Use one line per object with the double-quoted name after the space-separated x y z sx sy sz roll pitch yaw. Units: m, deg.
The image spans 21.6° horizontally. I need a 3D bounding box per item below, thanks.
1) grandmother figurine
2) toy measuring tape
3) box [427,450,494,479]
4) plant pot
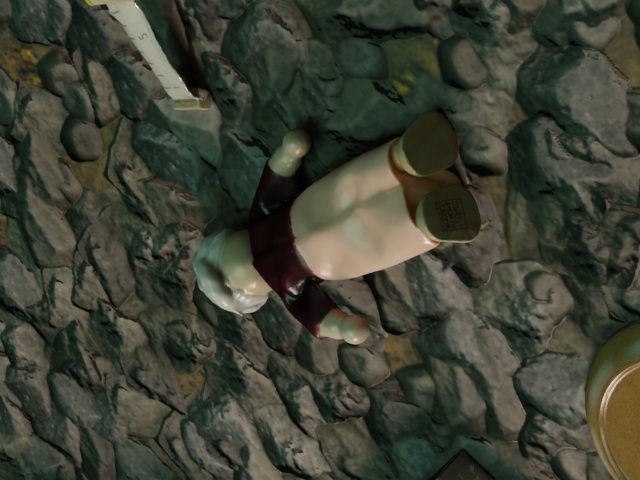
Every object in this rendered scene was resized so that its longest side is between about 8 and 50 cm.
0.000 0.000 1.596 0.342 0.104 0.208 -20 76 46 "grandmother figurine"
-0.178 -0.270 1.576 0.121 0.121 0.330 0 139 38 "toy measuring tape"
0.169 0.348 1.707 0.231 0.056 0.183 43 134 7 "box"
0.336 0.175 1.486 0.236 0.032 0.236 18 126 27 "plant pot"
